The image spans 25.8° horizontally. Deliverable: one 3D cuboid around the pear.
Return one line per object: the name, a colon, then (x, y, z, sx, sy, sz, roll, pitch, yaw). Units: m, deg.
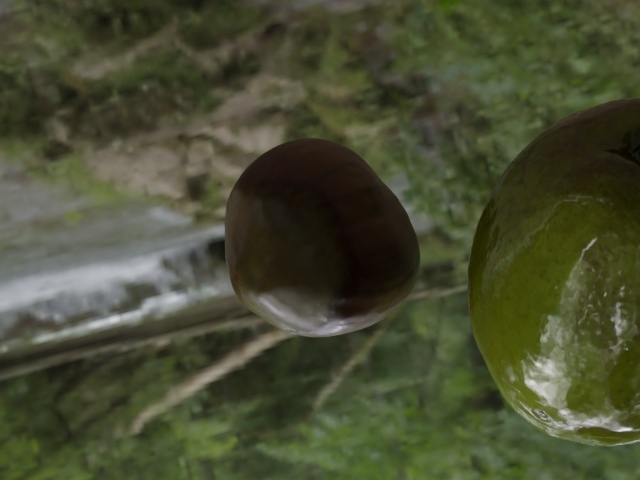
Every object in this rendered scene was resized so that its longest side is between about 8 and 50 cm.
pear: (0.236, 0.024, 1.105, 0.253, 0.253, 0.307, -15, 141, -8)

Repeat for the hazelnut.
hazelnut: (-0.004, 0.005, 1.432, 0.186, 0.210, 0.210, -41, 175, 6)
